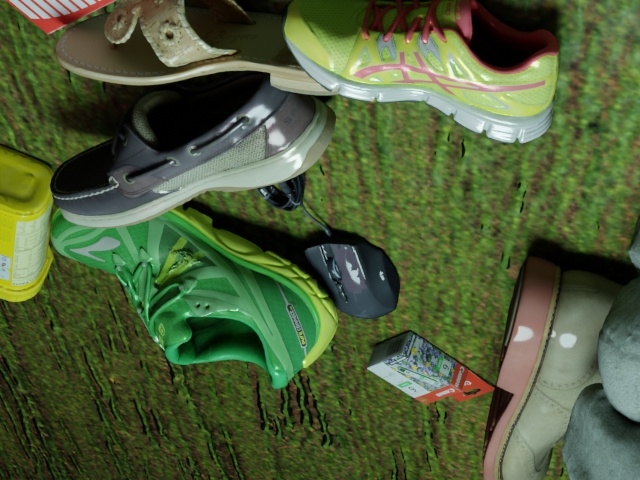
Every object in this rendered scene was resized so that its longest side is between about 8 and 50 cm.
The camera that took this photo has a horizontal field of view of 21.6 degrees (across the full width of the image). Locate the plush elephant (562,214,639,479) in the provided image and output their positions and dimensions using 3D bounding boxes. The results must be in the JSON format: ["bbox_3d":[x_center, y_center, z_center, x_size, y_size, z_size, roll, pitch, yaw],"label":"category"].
[{"bbox_3d":[0.329,0.114,1.303,0.330,0.255,0.272,4,120,-39],"label":"plush elephant"}]

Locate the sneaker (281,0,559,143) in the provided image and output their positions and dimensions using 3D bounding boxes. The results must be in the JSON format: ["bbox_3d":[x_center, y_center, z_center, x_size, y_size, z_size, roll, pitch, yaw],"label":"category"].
[{"bbox_3d":[0.076,-0.145,1.192,0.208,0.081,0.094,15,142,-2],"label":"sneaker"}]

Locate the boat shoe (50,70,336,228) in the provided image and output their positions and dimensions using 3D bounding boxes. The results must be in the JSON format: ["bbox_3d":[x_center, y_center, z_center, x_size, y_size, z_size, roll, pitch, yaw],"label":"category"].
[{"bbox_3d":[-0.122,-0.084,1.383,0.285,0.103,0.092,-11,133,36],"label":"boat shoe"}]

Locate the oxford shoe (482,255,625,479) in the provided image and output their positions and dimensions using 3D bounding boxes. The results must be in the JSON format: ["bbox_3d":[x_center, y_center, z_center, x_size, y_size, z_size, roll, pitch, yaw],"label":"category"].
[{"bbox_3d":[0.221,0.147,1.520,0.130,0.123,0.348,11,150,7],"label":"oxford shoe"}]

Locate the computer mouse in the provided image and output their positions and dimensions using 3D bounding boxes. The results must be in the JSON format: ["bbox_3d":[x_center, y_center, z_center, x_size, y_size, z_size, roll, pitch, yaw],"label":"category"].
[{"bbox_3d":[0.000,0.000,1.494,0.071,0.041,0.242,-3,141,36],"label":"computer mouse"}]

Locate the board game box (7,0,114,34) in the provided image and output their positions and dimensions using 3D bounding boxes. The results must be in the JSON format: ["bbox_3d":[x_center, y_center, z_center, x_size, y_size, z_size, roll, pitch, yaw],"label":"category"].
[{"bbox_3d":[-0.224,-0.245,1.232,0.193,0.045,0.147,39,145,-28],"label":"board game box"}]

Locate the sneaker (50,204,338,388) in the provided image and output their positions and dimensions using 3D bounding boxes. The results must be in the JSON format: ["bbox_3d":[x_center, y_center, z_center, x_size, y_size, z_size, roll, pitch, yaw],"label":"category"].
[{"bbox_3d":[-0.131,0.042,1.545,0.295,0.123,0.109,23,153,17],"label":"sneaker"}]

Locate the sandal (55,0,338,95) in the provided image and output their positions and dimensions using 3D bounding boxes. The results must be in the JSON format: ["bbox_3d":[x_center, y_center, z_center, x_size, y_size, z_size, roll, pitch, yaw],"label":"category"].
[{"bbox_3d":[-0.084,-0.167,1.248,0.240,0.088,0.079,7,138,9],"label":"sandal"}]

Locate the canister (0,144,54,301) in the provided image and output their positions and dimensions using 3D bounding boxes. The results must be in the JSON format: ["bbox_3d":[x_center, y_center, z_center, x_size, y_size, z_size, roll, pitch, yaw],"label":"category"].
[{"bbox_3d":[-0.320,-0.021,1.624,0.126,0.073,0.170,21,148,-1],"label":"canister"}]

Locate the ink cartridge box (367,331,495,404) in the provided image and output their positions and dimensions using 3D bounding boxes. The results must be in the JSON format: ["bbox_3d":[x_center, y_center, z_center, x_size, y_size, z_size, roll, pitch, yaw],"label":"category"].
[{"bbox_3d":[0.110,0.136,1.656,0.115,0.029,0.063,34,147,-20],"label":"ink cartridge box"}]
